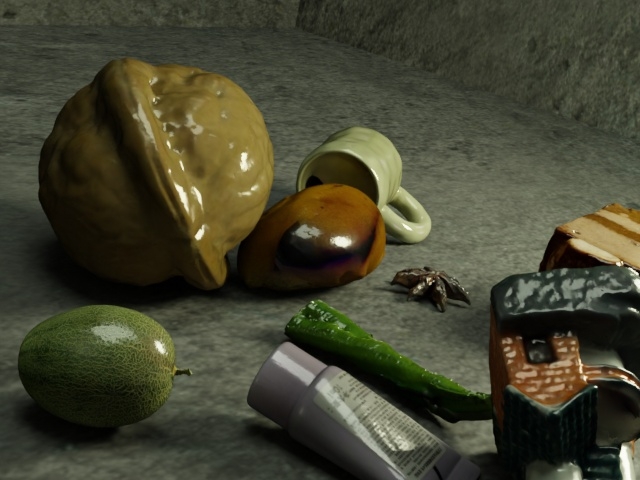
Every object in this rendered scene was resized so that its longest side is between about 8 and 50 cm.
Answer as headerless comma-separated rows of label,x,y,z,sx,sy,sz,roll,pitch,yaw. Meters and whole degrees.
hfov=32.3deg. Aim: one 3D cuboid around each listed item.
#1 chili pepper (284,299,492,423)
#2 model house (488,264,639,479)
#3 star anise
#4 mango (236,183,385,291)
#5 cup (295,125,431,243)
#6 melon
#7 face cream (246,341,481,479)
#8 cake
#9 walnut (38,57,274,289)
chili pepper,0.105,0.164,1.476,0.359,0.076,0.085,20,40,36
model house,0.288,0.218,1.195,0.190,0.271,0.301,-2,35,5
star anise,0.181,0.072,1.829,0.141,0.042,0.141,9,18,-3
mango,0.000,0.000,1.767,0.201,0.152,0.287,31,27,16
cup,0.098,-0.110,2.096,0.255,0.173,0.202,15,21,12
melon,-0.240,0.142,1.243,0.192,0.139,0.139,4,20,-6
face cream,0.050,0.223,1.280,0.274,0.096,0.154,31,21,15
cake,0.460,0.078,1.755,0.196,0.198,0.293,30,30,32
walnut,-0.247,-0.094,1.661,0.384,0.383,0.383,10,19,-4
